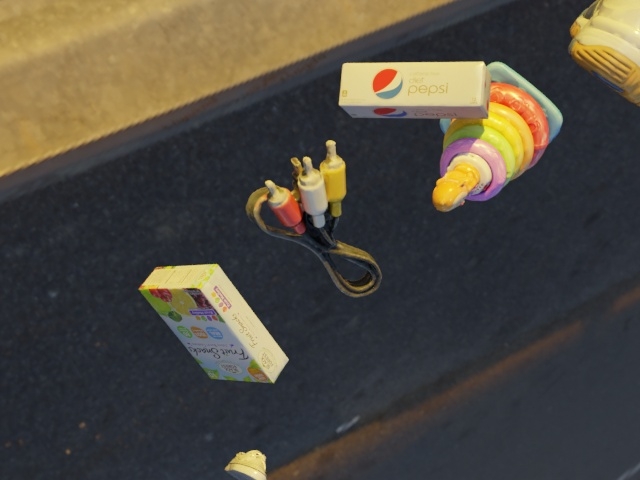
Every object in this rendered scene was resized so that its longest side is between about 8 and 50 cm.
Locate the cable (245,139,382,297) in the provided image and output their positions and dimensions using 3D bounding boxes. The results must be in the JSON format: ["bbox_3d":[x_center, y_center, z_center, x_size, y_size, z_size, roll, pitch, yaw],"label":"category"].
[{"bbox_3d":[0.000,0.000,1.250,0.139,0.072,0.287,-31,129,-7],"label":"cable"}]

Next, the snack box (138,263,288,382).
[{"bbox_3d":[-0.110,0.088,0.968,0.141,0.100,0.037,57,51,-29],"label":"snack box"}]

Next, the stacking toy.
[{"bbox_3d":[0.244,-0.127,1.442,0.175,0.166,0.302,-48,-179,42],"label":"stacking toy"}]

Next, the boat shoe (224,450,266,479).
[{"bbox_3d":[-0.075,0.241,0.999,0.035,0.035,0.100,-57,-173,-19],"label":"boat shoe"}]

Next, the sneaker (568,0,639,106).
[{"bbox_3d":[0.306,-0.204,0.847,0.131,0.112,0.296,-56,178,22],"label":"sneaker"}]

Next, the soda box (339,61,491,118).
[{"bbox_3d":[0.141,-0.223,1.391,0.074,0.216,0.069,23,71,-69],"label":"soda box"}]
